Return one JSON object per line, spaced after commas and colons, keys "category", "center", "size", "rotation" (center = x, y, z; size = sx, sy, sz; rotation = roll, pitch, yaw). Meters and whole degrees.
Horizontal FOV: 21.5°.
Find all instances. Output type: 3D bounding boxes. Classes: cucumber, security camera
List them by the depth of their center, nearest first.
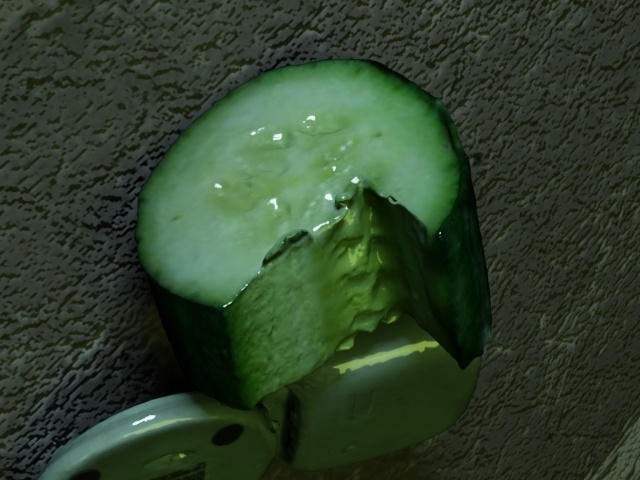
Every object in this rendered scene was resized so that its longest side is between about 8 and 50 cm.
{"category": "cucumber", "center": [-0.006, -0.004, 0.942], "size": [0.191, 0.191, 0.130], "rotation": [-33, 130, -24]}
{"category": "security camera", "center": [-0.042, 0.103, 1.025], "size": [0.301, 0.080, 0.157], "rotation": [-18, 150, -18]}
